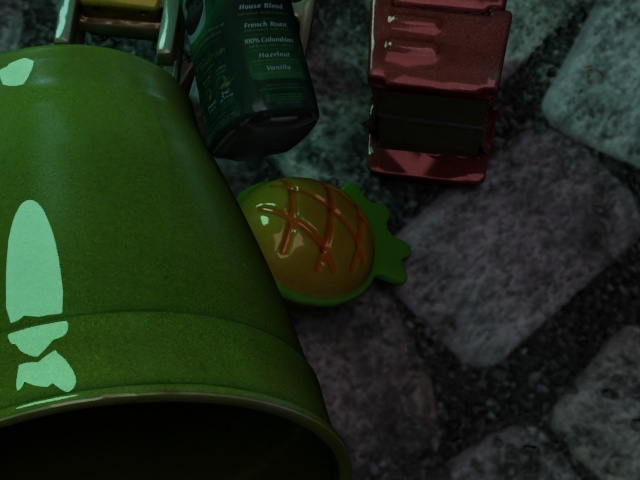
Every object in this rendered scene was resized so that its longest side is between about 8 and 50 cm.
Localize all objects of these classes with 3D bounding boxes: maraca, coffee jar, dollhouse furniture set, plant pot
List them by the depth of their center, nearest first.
[{"bbox_3d":[-0.189,0.052,1.468,0.366,0.366,0.353,-7,59,-10],"label":"plant pot"},{"bbox_3d":[-0.060,-0.161,1.472,0.079,0.096,0.184,-6,74,-24],"label":"coffee jar"},{"bbox_3d":[0.000,0.000,1.617,0.185,0.099,0.127,-7,63,-42],"label":"maraca"},{"bbox_3d":[-0.024,-0.171,1.636,0.374,0.201,0.152,7,69,2],"label":"dollhouse furniture set"}]
